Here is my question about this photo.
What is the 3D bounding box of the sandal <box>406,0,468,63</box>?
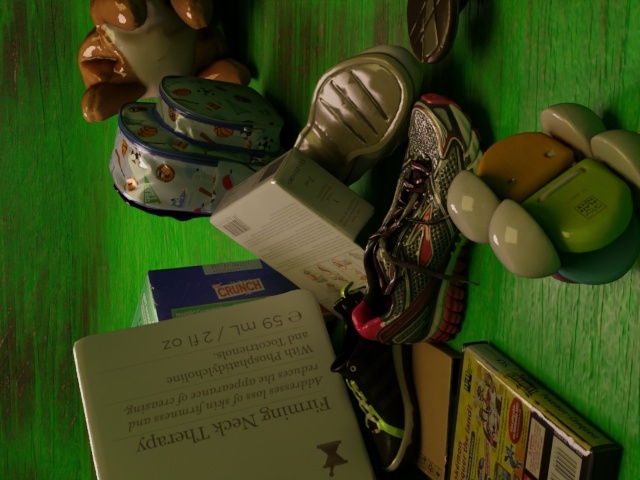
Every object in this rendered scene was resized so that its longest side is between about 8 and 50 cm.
[{"bbox_3d":[0.137,-0.292,1.288,0.090,0.060,0.219,135,143,-53],"label":"sandal"}]

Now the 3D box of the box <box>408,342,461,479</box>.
[{"bbox_3d":[0.116,0.190,1.449,0.201,0.021,0.165,-151,60,-64],"label":"box"}]

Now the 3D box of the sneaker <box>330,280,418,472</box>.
[{"bbox_3d":[0.055,0.166,1.437,0.084,0.097,0.235,169,97,-67],"label":"sneaker"}]

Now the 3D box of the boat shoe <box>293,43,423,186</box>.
[{"bbox_3d":[0.054,-0.153,1.417,0.113,0.103,0.302,52,151,4],"label":"boat shoe"}]

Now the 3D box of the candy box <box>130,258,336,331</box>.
[{"bbox_3d":[-0.149,0.165,1.762,0.317,0.268,0.122,113,144,-48],"label":"candy box"}]

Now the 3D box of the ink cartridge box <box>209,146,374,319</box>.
[{"bbox_3d":[0.000,0.000,1.529,0.060,0.239,0.275,-59,14,-20],"label":"ink cartridge box"}]

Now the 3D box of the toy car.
[{"bbox_3d":[0.216,-0.024,1.052,0.136,0.159,0.182,59,172,-32],"label":"toy car"}]

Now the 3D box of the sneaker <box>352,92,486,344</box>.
[{"bbox_3d":[0.110,-0.016,1.316,0.121,0.112,0.299,-138,50,-59],"label":"sneaker"}]

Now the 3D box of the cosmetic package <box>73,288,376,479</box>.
[{"bbox_3d":[-0.114,0.335,1.549,0.327,0.329,0.394,94,160,-56],"label":"cosmetic package"}]

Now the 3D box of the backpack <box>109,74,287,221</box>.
[{"bbox_3d":[-0.187,-0.134,1.815,0.276,0.263,0.213,-135,46,-59],"label":"backpack"}]

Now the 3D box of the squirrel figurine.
[{"bbox_3d":[-0.298,-0.444,1.969,0.397,0.281,0.371,-113,12,-64],"label":"squirrel figurine"}]

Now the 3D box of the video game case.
[{"bbox_3d":[0.207,0.278,1.229,0.248,0.035,0.275,-140,49,-60],"label":"video game case"}]
